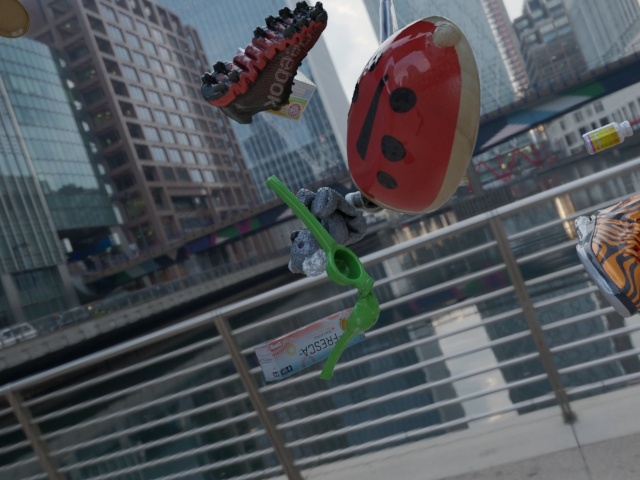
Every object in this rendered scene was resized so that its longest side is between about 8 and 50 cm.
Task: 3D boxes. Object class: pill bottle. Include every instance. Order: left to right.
[{"bbox_3d":[0.559,-0.202,1.148,0.083,0.043,0.043,-22,-2,21],"label":"pill bottle"}]

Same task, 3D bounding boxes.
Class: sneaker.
[{"bbox_3d":[-0.086,-0.321,1.092,0.276,0.097,0.135,-42,-45,-2],"label":"sneaker"},{"bbox_3d":[0.146,-0.110,1.610,0.075,0.063,0.171,-14,-9,41],"label":"sneaker"},{"bbox_3d":[0.567,-0.001,1.055,0.180,0.124,0.321,-34,17,29],"label":"sneaker"}]

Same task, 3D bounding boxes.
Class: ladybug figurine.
[{"bbox_3d":[0.156,-0.220,1.129,0.162,0.305,0.449,-15,-32,-18],"label":"ladybug figurine"}]

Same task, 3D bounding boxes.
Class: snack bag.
[{"bbox_3d":[0.194,-0.390,1.453,0.037,0.322,0.342,-10,-41,14],"label":"snack bag"}]

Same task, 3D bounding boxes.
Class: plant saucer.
[{"bbox_3d":[-0.547,-0.393,1.023,0.084,0.015,0.083,-4,-44,-4],"label":"plant saucer"}]

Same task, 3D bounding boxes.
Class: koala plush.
[{"bbox_3d":[0.000,0.000,1.572,0.221,0.203,0.196,-60,22,-13],"label":"koala plush"}]

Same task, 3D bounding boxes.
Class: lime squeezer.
[{"bbox_3d":[0.020,0.055,0.765,0.110,0.310,0.059,9,34,41],"label":"lime squeezer"}]

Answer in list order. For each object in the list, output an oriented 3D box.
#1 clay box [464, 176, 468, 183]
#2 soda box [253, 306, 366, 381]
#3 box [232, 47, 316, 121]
[{"bbox_3d":[0.328,-0.174,1.588,0.128,0.053,0.222,-5,-1,16],"label":"clay box"},{"bbox_3d":[-0.015,0.172,0.987,0.183,0.062,0.058,-18,-6,-34],"label":"soda box"},{"bbox_3d":[-0.131,-0.398,1.524,0.203,0.103,0.114,6,-55,-42],"label":"box"}]
